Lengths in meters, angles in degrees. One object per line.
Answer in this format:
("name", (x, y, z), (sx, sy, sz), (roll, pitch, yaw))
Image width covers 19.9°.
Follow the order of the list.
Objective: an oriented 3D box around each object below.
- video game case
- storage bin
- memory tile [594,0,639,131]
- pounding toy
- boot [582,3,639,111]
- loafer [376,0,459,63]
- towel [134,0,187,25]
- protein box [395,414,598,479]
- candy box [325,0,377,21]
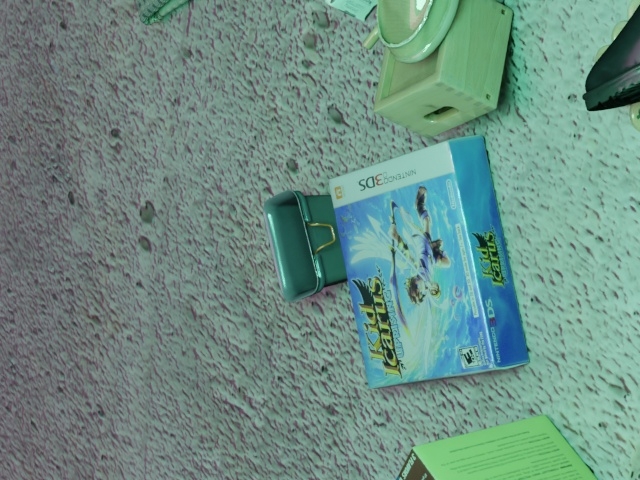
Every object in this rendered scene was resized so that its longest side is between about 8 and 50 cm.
("video game case", (0.122, 0.032, 2.167), (0.244, 0.061, 0.269), (-16, 84, 55))
("storage bin", (0.000, 0.000, 2.302), (0.098, 0.091, 0.135), (-25, 78, 53))
("memory tile", (0.340, -0.167, 1.867), (0.148, 0.012, 0.113), (61, 139, 27))
("pounding toy", (0.133, -0.228, 2.079), (0.181, 0.094, 0.206), (-22, 50, 54))
("boot", (0.328, -0.262, 1.778), (0.246, 0.094, 0.207), (-31, 75, 39))
("loafer", (0.096, -0.327, 1.972), (0.102, 0.092, 0.268), (6, 87, 51))
("towel", (-0.191, -0.494, 2.512), (0.324, 0.056, 0.312), (-27, 72, 55))
("protein box", (0.205, 0.322, 1.992), (0.201, 0.200, 0.136), (52, 135, 34))
("candy box", (0.045, -0.381, 2.119), (0.196, 0.070, 0.165), (-52, 52, 16))
